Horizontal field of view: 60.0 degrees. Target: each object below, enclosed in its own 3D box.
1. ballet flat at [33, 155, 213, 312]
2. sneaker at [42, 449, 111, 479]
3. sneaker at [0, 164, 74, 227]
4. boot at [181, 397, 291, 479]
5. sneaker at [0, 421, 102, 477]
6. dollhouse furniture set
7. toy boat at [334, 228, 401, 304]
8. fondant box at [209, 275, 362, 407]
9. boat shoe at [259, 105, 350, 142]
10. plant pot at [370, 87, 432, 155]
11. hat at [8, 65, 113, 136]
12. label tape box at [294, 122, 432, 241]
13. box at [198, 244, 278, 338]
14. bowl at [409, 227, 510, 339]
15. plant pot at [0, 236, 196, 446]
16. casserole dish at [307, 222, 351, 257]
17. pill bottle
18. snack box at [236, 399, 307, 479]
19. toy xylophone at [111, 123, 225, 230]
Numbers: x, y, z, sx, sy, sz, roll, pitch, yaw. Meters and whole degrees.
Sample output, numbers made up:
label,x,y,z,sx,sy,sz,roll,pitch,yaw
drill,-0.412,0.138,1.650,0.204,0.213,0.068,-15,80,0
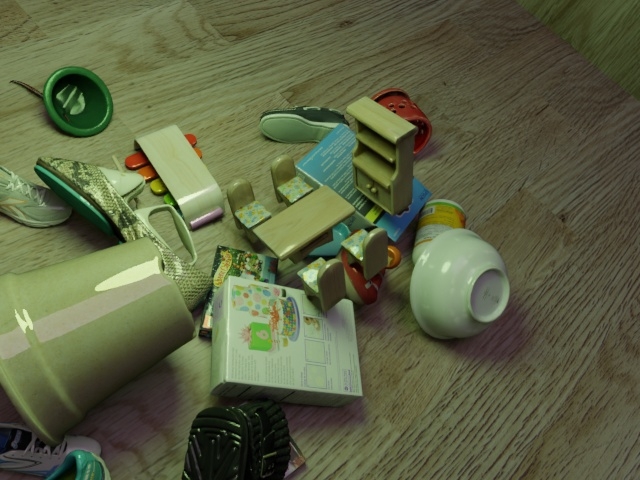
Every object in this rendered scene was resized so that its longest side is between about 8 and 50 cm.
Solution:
label,x,y,z,sx,sy,sz,roll,pitch,yaw
ballet flat,-0.429,-0.040,1.278,0.182,0.164,0.483,-42,88,-23
sneaker,-0.495,0.473,0.945,0.107,0.110,0.275,23,56,32
sneaker,-0.704,-0.111,1.275,0.262,0.121,0.099,11,54,-14
boot,-0.162,0.471,1.034,0.131,0.260,0.348,11,78,17
sneaker,-0.531,0.386,1.028,0.237,0.086,0.085,12,53,-14
dollhouse furniture set,0.025,-0.115,1.303,0.394,0.257,0.362,-34,53,-21
toy boat,0.134,0.058,1.407,0.151,0.151,0.231,58,30,-18
fondant box,-0.074,0.232,1.246,0.330,0.096,0.238,15,53,-28
boat shoe,-0.051,-0.360,1.694,0.302,0.114,0.091,4,56,-32
plant pot,0.229,-0.369,1.751,0.191,0.191,0.174,-9,55,-25
hat,-0.695,-0.385,1.524,0.173,0.183,0.209,-40,118,-29
label tape box,0.116,-0.150,1.609,0.347,0.115,0.249,38,54,5
box,-0.194,0.133,1.345,0.159,0.044,0.233,13,54,-12
bowl,0.381,0.125,1.407,0.297,0.134,0.298,-6,101,-29
plant pot,-0.415,0.152,1.038,0.305,0.334,0.334,-26,69,-20
casserole dish,0.000,0.000,1.511,0.188,0.037,0.114,2,57,-20
pill bottle,0.331,0.015,1.559,0.136,0.136,0.246,21,53,-6
snack box,-0.107,0.420,1.199,0.064,0.022,0.178,-29,71,-31
toy xylophone,-0.399,-0.171,1.449,0.236,0.081,0.323,-20,67,-21
